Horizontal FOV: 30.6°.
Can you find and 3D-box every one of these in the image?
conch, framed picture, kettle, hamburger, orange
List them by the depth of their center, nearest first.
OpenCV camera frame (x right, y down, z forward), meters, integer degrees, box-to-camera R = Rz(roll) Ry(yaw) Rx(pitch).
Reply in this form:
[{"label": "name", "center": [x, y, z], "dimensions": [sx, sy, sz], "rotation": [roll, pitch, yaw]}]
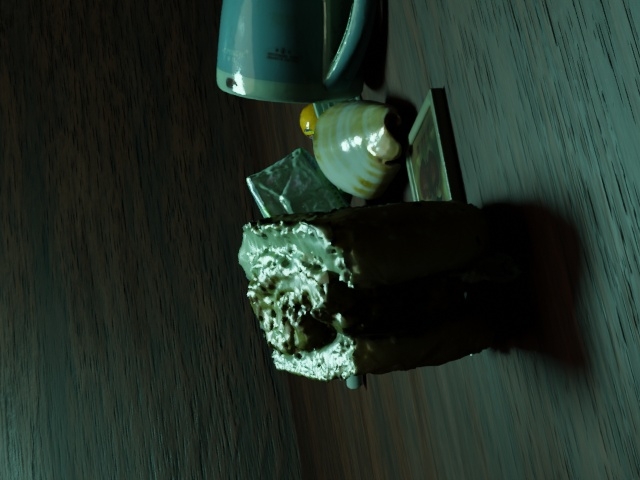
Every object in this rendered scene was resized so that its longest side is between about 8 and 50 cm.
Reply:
[{"label": "hamburger", "center": [0.069, 0.054, 1.353], "dimensions": [0.318, 0.277, 0.195], "rotation": [-5, 93, 61]}, {"label": "framed picture", "center": [0.160, -0.030, 1.567], "dimensions": [0.211, 0.020, 0.289], "rotation": [108, 153, -73]}, {"label": "conch", "center": [0.054, -0.152, 1.786], "dimensions": [0.255, 0.127, 0.158], "rotation": [125, 152, -78]}, {"label": "kettle", "center": [-0.016, -0.403, 1.881], "dimensions": [0.319, 0.247, 0.342], "rotation": [23, 116, 44]}, {"label": "orange", "center": [0.000, -0.233, 2.281], "dimensions": [0.083, 0.084, 0.083], "rotation": [173, 90, -82]}]

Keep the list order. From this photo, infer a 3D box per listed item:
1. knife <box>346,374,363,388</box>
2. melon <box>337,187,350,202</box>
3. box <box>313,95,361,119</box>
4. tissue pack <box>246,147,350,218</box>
[{"label": "knife", "center": [0.062, 0.165, 2.341], "dimensions": [0.073, 0.041, 0.265], "rotation": [-85, -9, -74]}, {"label": "melon", "center": [0.038, -0.113, 2.315], "dimensions": [0.262, 0.053, 0.114], "rotation": [131, 150, -74]}, {"label": "box", "center": [0.034, -0.221, 2.071], "dimensions": [0.069, 0.084, 0.122], "rotation": [78, 179, -46]}, {"label": "tissue pack", "center": [0.000, 0.000, 1.955], "dimensions": [0.228, 0.128, 0.311], "rotation": [58, 177, 14]}]
